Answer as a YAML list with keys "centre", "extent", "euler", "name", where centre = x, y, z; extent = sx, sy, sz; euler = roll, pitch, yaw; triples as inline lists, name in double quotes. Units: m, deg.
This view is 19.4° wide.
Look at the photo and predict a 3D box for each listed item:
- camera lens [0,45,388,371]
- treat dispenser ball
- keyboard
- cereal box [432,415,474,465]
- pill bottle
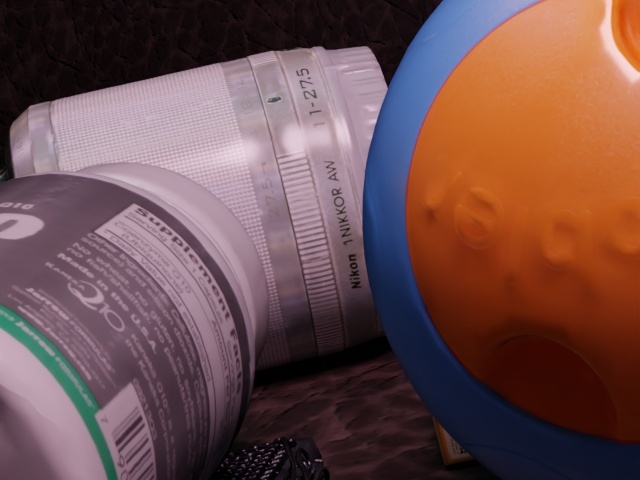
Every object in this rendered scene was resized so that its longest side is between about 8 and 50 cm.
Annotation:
- centre: [-0.078, -0.011, 1.317]
  extent: [0.274, 0.219, 0.219]
  euler: [-13, 10, -4]
  name: "camera lens"
- centre: [0.162, -0.012, 0.835]
  extent: [0.288, 0.288, 0.288]
  euler: [-12, 10, 2]
  name: "treat dispenser ball"
- centre: [-0.042, 0.133, 1.008]
  extent: [0.100, 0.038, 0.192]
  euler: [-10, 11, 13]
  name: "keyboard"
- centre: [0.185, 0.063, 1.079]
  extent: [0.240, 0.047, 0.173]
  euler: [-11, 11, 8]
  name: "cereal box"
- centre: [-0.151, 0.078, 0.960]
  extent: [0.204, 0.204, 0.361]
  euler: [-10, 11, 15]
  name: "pill bottle"
